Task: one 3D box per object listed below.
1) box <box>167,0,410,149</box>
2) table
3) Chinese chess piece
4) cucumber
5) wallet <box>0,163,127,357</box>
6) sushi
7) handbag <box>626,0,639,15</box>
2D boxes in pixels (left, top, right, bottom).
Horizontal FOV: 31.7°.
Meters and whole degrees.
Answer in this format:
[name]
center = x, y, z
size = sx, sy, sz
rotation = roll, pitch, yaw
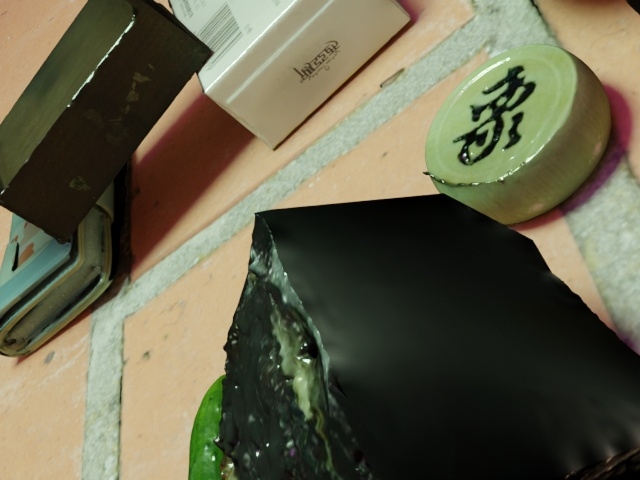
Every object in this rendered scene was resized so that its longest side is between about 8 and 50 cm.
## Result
[box]
center = -0.043, -0.244, 1.175
size = 0.194, 0.111, 0.260
rotation = -42, 33, 14
[table]
center = -0.310, -0.192, 1.113
size = 0.250, 0.282, 0.196
rotation = -52, 32, 7
[Chinese chess piece]
center = 0.145, -0.080, 0.842
size = 0.144, 0.058, 0.144
rotation = -30, 38, 27
[cucumber]
center = -0.073, 0.196, 0.820
size = 0.056, 0.056, 0.250
rotation = -35, 33, 21
[wallet]
center = -0.293, -0.008, 1.267
size = 0.176, 0.075, 0.250
rotation = -38, 35, 25
[sushi]
center = 0.041, 0.116, 0.628
size = 0.227, 0.215, 0.212
rotation = 42, 124, 38
[handbag]
center = 0.291, -0.253, 0.758
size = 0.169, 0.155, 0.215
rotation = -3, 57, 53
